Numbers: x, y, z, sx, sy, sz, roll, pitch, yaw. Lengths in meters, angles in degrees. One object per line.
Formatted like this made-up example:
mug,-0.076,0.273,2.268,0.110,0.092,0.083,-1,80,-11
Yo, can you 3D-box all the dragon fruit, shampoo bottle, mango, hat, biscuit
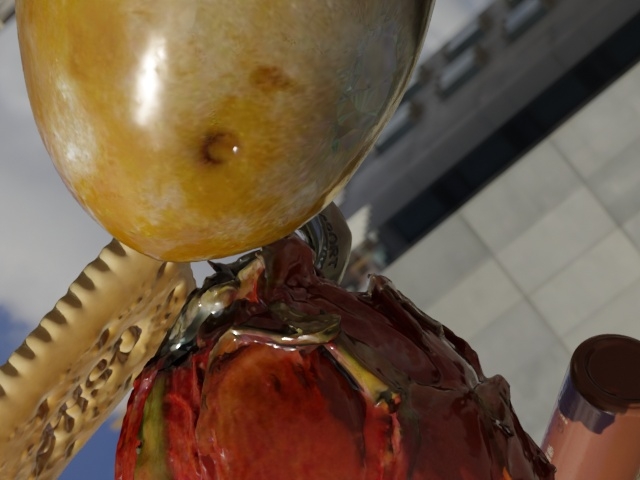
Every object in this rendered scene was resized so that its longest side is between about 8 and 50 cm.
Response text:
dragon fruit,0.008,0.172,1.026,0.342,0.277,0.277,46,-159,-6
shampoo bottle,0.207,0.179,1.293,0.085,0.244,0.085,7,-135,-7
mango,-0.030,-0.169,0.778,0.199,0.384,0.221,31,-154,27
hat,0.000,0.000,1.617,0.175,0.085,0.147,144,107,-76
biscuit,-0.168,0.099,1.095,0.030,0.249,0.160,33,160,19
